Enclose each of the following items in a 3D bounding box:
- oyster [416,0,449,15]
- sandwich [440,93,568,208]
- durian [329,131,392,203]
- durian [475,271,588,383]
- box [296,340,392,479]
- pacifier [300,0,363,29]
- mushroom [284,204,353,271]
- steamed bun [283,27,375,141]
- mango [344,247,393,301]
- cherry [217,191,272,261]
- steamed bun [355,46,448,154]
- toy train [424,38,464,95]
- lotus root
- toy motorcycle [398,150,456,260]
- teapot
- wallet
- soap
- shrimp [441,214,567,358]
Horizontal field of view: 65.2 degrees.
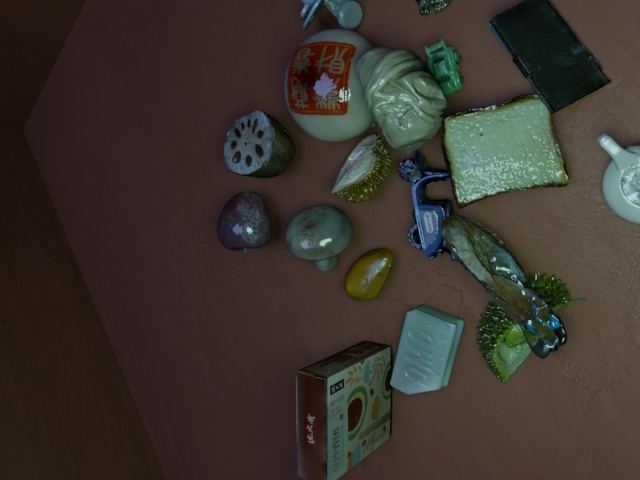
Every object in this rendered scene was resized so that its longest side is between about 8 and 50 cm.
[{"bbox_3d":[0.352,-0.749,1.518,0.148,0.051,0.103,-19,91,27],"label":"oyster"},{"bbox_3d":[0.495,-0.247,1.387,0.301,0.099,0.271,-11,83,17],"label":"sandwich"},{"bbox_3d":[0.155,-0.237,1.679,0.138,0.183,0.249,31,114,-9],"label":"durian"},{"bbox_3d":[0.570,0.235,1.453,0.170,0.157,0.355,27,116,-7],"label":"durian"},{"bbox_3d":[0.089,0.549,1.650,0.122,0.385,0.344,5,98,38],"label":"box"},{"bbox_3d":[0.054,-0.801,1.686,0.207,0.227,0.278,35,97,-6],"label":"pacifier"},{"bbox_3d":[0.000,0.000,1.792,0.244,0.244,0.243,5,98,37],"label":"mushroom"},{"bbox_3d":[0.028,-0.520,1.673,0.375,0.241,0.374,2,93,36],"label":"steamed bun"},{"bbox_3d":[0.170,0.118,1.718,0.227,0.109,0.147,-47,44,31],"label":"mango"},{"bbox_3d":[-0.301,-0.055,1.989,0.236,0.213,0.285,4,88,28],"label":"cherry"},{"bbox_3d":[0.257,-0.424,1.479,0.206,0.320,0.275,-26,42,28],"label":"steamed bun"},{"bbox_3d":[0.371,-0.517,1.510,0.099,0.081,0.149,-13,87,36],"label":"toy train"},{"bbox_3d":[-0.219,-0.353,1.911,0.272,0.192,0.271,-4,84,43],"label":"lotus root"},{"bbox_3d":[0.366,-0.111,1.542,0.213,0.125,0.358,-11,91,28],"label":"toy motorcycle"},{"bbox_3d":[0.784,-0.145,1.206,0.298,0.139,0.204,50,124,21],"label":"teapot"},{"bbox_3d":[0.599,-0.500,1.326,0.169,0.044,0.316,-30,77,2],"label":"wallet"},{"bbox_3d":[0.341,0.365,1.623,0.173,0.095,0.289,21,107,34],"label":"soap"},{"bbox_3d":[0.475,0.100,1.322,0.110,0.221,0.445,-51,62,33],"label":"shrimp"}]
